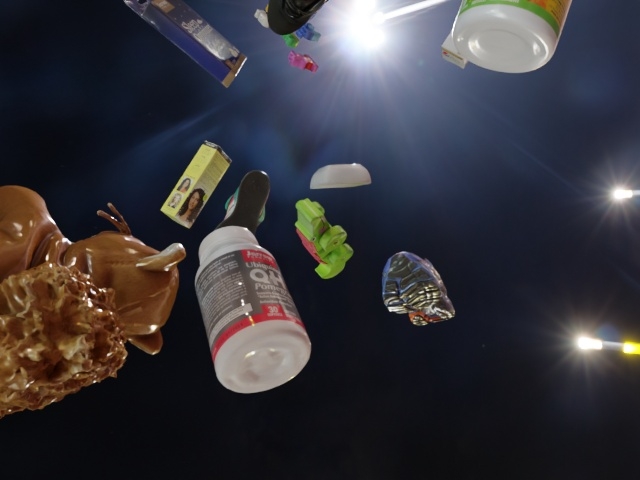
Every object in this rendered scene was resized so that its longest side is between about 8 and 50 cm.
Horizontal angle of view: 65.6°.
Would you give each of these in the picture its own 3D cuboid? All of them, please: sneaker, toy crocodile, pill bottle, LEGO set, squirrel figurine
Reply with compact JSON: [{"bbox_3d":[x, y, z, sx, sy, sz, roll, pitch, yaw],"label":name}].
[{"bbox_3d":[0.137,0.062,0.737,0.221,0.083,0.087,47,-153,-59],"label":"sneaker"},{"bbox_3d":[0.000,0.000,1.225,0.105,0.115,0.340,-40,-22,-5],"label":"toy crocodile"},{"bbox_3d":[0.281,-0.371,0.674,0.136,0.136,0.246,26,-98,-51],"label":"pill bottle"},{"bbox_3d":[-0.087,-0.511,1.186,0.093,0.087,0.227,-13,-121,-45],"label":"LEGO set"},{"bbox_3d":[-0.241,-0.050,1.450,0.123,0.178,0.296,26,-104,-6],"label":"sneaker"},{"bbox_3d":[-0.149,0.119,0.978,0.176,0.318,0.176,-14,-46,-15],"label":"pill bottle"},{"bbox_3d":[-0.036,-0.488,0.976,0.109,0.286,0.130,37,-119,-19],"label":"sneaker"},{"bbox_3d":[-0.353,0.087,0.610,0.370,0.397,0.281,10,-69,-32],"label":"squirrel figurine"}]

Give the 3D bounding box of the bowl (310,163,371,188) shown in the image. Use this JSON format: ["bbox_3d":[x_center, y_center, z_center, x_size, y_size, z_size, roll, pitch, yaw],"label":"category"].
[{"bbox_3d":[0.050,-0.167,1.297,0.142,0.142,0.053,-4,-89,-18],"label":"bowl"}]

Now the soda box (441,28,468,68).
[{"bbox_3d":[0.409,-0.572,1.312,0.216,0.074,0.069,-56,-14,5],"label":"soda box"}]

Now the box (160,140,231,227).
[{"bbox_3d":[-0.343,-0.156,1.383,0.232,0.058,0.087,-62,-24,-11],"label":"box"}]

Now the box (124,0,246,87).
[{"bbox_3d":[-0.247,-0.396,0.942,0.225,0.036,0.136,36,-152,-20],"label":"box"}]
